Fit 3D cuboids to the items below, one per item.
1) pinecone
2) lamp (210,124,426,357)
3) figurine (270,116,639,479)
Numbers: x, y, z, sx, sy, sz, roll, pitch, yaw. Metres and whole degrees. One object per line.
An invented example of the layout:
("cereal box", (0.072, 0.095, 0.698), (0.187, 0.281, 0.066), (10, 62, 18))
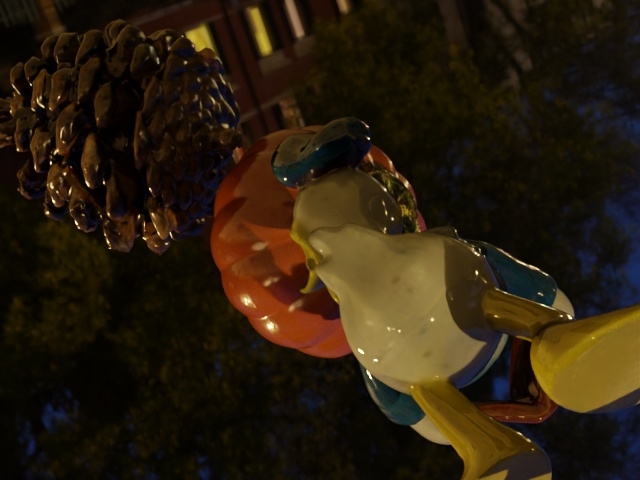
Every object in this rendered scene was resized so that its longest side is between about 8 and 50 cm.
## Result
("pinecone", (-0.198, -0.116, 1.061), (0.257, 0.243, 0.243), (36, -132, 26))
("lamp", (0.000, 0.000, 0.985), (0.196, 0.223, 0.223), (-25, -172, 45))
("figurine", (0.082, 0.027, 0.698), (0.204, 0.283, 0.338), (-44, -126, 8))
